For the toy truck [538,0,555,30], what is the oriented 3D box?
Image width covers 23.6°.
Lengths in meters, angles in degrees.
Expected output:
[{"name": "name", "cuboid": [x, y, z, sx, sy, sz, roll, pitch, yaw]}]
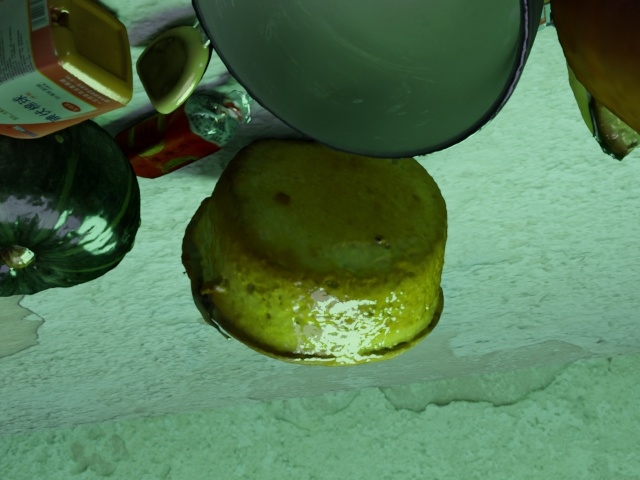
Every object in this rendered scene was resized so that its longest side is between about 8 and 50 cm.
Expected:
[{"name": "toy truck", "cuboid": [0.247, -0.302, 1.677, 0.115, 0.080, 0.177, -19, 157, 2]}]

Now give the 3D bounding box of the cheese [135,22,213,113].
[{"name": "cheese", "cuboid": [-0.146, -0.221, 1.754, 0.162, 0.086, 0.036, -40, 151, 31]}]

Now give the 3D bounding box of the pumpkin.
[{"name": "pumpkin", "cuboid": [-0.373, -0.055, 1.916, 0.300, 0.207, 0.300, -3, 142, -3]}]

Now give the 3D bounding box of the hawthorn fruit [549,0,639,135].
[{"name": "hawthorn fruit", "cuboid": [0.448, -0.258, 1.411, 0.472, 0.471, 0.472, -7, 159, -3]}]

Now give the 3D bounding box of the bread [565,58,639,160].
[{"name": "bread", "cuboid": [0.371, -0.238, 1.815, 0.174, 0.133, 0.251, -13, 118, -8]}]

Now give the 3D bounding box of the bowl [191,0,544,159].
[{"name": "bowl", "cuboid": [0.064, -0.273, 1.442, 0.354, 0.354, 0.185, -28, -165, 42]}]

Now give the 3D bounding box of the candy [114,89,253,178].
[{"name": "candy", "cuboid": [-0.190, -0.132, 1.979, 0.292, 0.059, 0.086, -23, 151, 32]}]

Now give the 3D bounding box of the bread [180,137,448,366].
[{"name": "bread", "cuboid": [-0.003, 0.001, 2.074, 0.358, 0.336, 0.204, -3, 135, -16]}]

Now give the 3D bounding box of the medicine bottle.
[{"name": "medicine bottle", "cuboid": [-0.337, -0.188, 1.707, 0.222, 0.112, 0.149, -17, 157, 23]}]
